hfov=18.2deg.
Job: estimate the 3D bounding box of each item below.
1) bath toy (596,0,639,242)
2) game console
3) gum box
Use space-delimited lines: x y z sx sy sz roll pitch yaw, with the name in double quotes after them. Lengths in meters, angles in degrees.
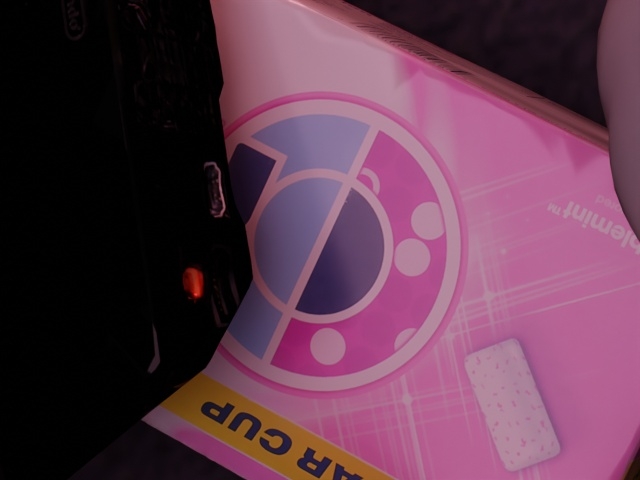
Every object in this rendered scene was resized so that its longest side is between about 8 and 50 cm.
0.214 -0.072 0.320 0.348 0.129 0.151 -18 91 -4 "bath toy"
-0.132 -0.104 0.494 0.213 0.044 0.361 -17 76 33 "game console"
0.000 0.000 0.485 0.188 0.062 0.107 28 101 15 "gum box"
